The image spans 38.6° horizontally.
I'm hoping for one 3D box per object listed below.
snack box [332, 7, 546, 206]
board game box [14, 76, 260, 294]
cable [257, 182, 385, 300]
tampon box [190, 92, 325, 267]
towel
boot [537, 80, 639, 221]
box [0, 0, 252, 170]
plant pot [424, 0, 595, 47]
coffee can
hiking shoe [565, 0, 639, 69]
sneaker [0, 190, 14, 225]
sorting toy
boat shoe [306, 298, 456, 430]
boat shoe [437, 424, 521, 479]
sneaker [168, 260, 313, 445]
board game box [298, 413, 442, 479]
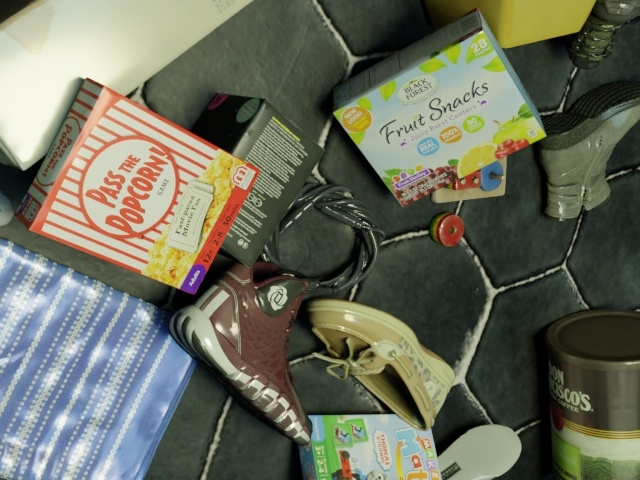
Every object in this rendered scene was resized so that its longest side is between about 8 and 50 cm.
[{"bbox_3d":[0.146,-0.160,1.138,0.207,0.070,0.174,-26,124,20],"label":"snack box"},{"bbox_3d":[-0.171,-0.047,0.879,0.194,0.045,0.146,26,93,-41],"label":"board game box"},{"bbox_3d":[0.000,0.000,1.166,0.185,0.047,0.150,-9,101,-27],"label":"cable"},{"bbox_3d":[-0.099,-0.072,1.033,0.101,0.120,0.161,39,79,-34],"label":"tampon box"},{"bbox_3d":[-0.303,0.150,0.998,0.336,0.040,0.243,29,83,-34],"label":"towel"},{"bbox_3d":[0.428,-0.138,1.403,0.247,0.083,0.161,-27,121,-20],"label":"boot"},{"bbox_3d":[-0.225,-0.213,0.905,0.311,0.148,0.121,-42,120,-20],"label":"box"},{"bbox_3d":[0.241,-0.359,1.155,0.212,0.212,0.187,-19,123,-29],"label":"plant pot"},{"bbox_3d":[0.461,0.271,1.430,0.202,0.202,0.275,-17,109,-30],"label":"coffee can"},{"bbox_3d":[0.389,-0.291,1.258,0.086,0.227,0.114,6,103,5],"label":"hiking shoe"},{"bbox_3d":[-0.387,-0.100,0.855,0.240,0.091,0.126,24,86,-34],"label":"sneaker"},{"bbox_3d":[0.221,-0.130,1.277,0.132,0.046,0.274,-7,104,-32],"label":"sorting toy"},{"bbox_3d":[0.081,0.163,1.201,0.285,0.105,0.089,37,63,-36],"label":"boat shoe"},{"bbox_3d":[0.198,0.343,1.356,0.219,0.070,0.077,-22,68,-22],"label":"boat shoe"},{"bbox_3d":[-0.048,0.126,1.104,0.162,0.106,0.281,-52,137,-17],"label":"sneaker"},{"bbox_3d":[0.072,0.316,1.235,0.212,0.039,0.160,7,62,-35],"label":"board game box"}]
